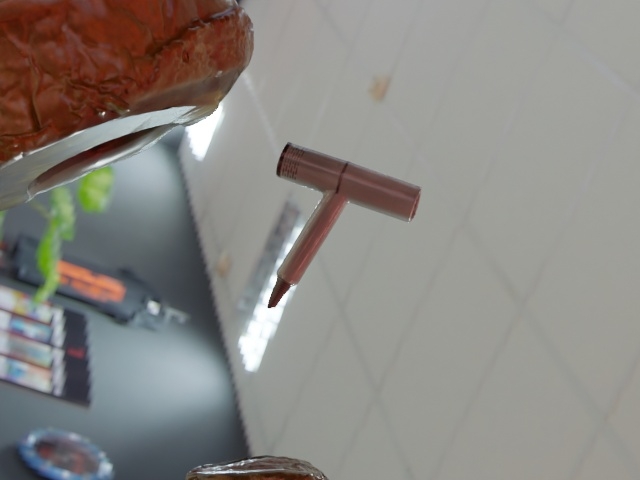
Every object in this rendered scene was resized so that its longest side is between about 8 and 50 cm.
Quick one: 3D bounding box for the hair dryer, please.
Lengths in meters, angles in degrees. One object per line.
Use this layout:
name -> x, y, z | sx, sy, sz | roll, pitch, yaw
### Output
hair dryer -> 0.007, 0.004, 1.601 | 0.044, 0.154, 0.183 | 42, 66, -79

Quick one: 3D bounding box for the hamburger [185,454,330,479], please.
hamburger -> -0.069, 0.297, 1.645 | 0.185, 0.177, 0.113 | -5, -91, 34

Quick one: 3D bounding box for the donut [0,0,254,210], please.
donut -> -0.193, -0.122, 1.165 | 0.330, 0.160, 0.330 | -32, -176, 3
